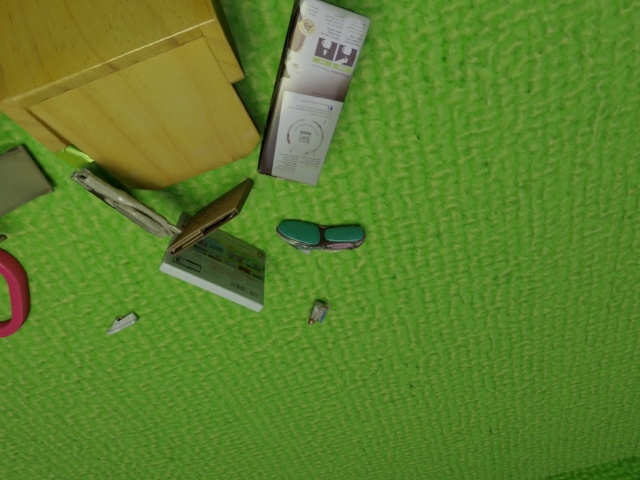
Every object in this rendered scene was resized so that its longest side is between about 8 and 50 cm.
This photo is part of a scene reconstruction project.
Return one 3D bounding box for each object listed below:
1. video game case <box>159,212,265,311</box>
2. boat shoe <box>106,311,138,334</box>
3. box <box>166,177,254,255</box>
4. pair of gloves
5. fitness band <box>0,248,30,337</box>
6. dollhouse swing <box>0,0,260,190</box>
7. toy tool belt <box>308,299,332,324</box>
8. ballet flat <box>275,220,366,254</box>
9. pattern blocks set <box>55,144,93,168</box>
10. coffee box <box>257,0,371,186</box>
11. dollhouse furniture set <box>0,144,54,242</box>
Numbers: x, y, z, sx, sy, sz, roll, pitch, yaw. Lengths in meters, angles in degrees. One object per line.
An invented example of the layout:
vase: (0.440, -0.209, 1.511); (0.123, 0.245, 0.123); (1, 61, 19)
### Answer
video game case: (-0.228, 0.044, 0.903); (0.227, 0.206, 0.026); (28, 116, -22)
boat shoe: (-0.544, 0.224, 1.093); (0.100, 0.035, 0.035); (-26, 95, 15)
box: (-0.222, -0.056, 0.843); (0.164, 0.201, 0.021); (-30, 111, 13)
pair of gloves: (-0.395, -0.076, 0.813); (0.204, 0.240, 0.042); (43, 72, -33)
fitness band: (-0.838, 0.127, 0.986); (0.209, 0.054, 0.291); (11, 122, -16)
dollhouse swing: (-0.314, -0.306, 0.724); (0.347, 0.305, 0.315); (-20, 80, 4)
toy tool belt: (-0.001, 0.209, 1.131); (0.051, 0.052, 0.083); (14, 121, -5)
ballet flat: (0.000, 0.000, 0.988); (0.221, 0.077, 0.079); (2, 142, -8)
pattern blocks set: (-0.438, -0.267, 0.782); (0.325, 0.026, 0.285); (36, 111, -25)
coffee box: (-0.026, -0.274, 0.742); (0.119, 0.168, 0.297); (12, 120, -14)
dollhouse furniture set: (-0.714, -0.091, 0.821); (0.242, 0.161, 0.212); (-9, 120, 24)
